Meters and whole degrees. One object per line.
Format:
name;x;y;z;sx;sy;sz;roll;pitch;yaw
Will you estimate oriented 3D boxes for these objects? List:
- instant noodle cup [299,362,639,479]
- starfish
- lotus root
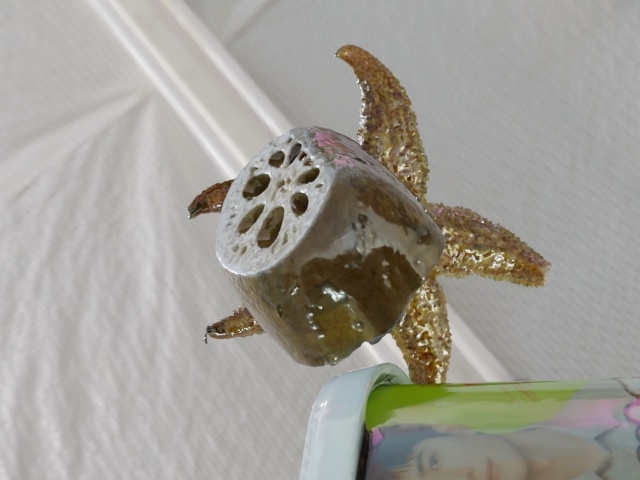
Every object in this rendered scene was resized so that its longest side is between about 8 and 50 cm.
instant noodle cup;0.170;0.185;0.649;0.308;0.294;0.294;-9;-123;16
starfish;0.032;-0.004;0.903;0.227;0.043;0.240;-8;-90;-14
lotus root;-0.002;0.002;0.790;0.112;0.081;0.122;-45;-147;9
